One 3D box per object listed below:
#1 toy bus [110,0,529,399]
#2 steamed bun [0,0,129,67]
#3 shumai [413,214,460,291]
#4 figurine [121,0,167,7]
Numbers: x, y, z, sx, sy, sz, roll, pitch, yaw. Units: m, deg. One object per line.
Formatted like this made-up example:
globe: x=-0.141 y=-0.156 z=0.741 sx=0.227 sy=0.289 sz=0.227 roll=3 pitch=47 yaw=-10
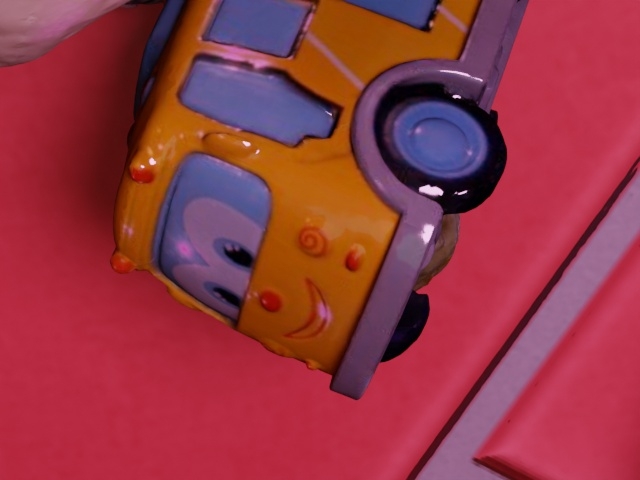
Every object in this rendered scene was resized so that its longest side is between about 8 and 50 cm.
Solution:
toy bus: x=0.003 y=-0.056 z=0.661 sx=0.136 sy=0.209 sz=0.126 roll=21 pitch=144 yaw=0
steamed bun: x=-0.189 y=-0.174 z=0.577 sx=0.206 sy=0.275 sz=0.320 roll=-40 pitch=71 yaw=20
shumai: x=0.000 y=0.001 z=0.753 sx=0.123 sy=0.087 sz=0.099 roll=10 pitch=117 yaw=-2
figurine: x=-0.100 y=-0.112 z=0.723 sx=0.106 sy=0.047 sz=0.060 roll=-10 pitch=106 yaw=8
